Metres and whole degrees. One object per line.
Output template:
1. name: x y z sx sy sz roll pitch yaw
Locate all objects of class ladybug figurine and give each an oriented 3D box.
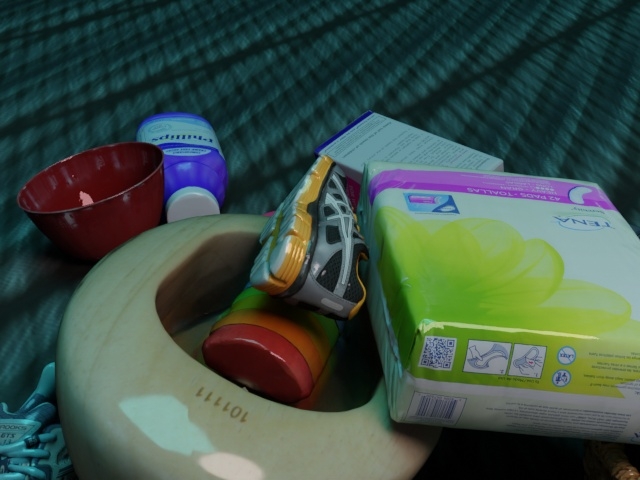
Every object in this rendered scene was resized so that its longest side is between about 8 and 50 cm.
1. ladybug figurine: -0.053 0.115 0.855 0.305 0.162 0.449 27 24 8

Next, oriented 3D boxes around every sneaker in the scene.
1. sneaker: 0.000 0.000 0.857 0.083 0.084 0.215 32 27 -9
2. sneaker: -0.239 0.189 0.781 0.110 0.122 0.283 5 26 8

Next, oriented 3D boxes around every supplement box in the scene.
1. supplement box: 0.112 -0.063 1.291 0.220 0.111 0.114 25 51 38

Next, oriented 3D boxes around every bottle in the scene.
1. bottle: -0.185 -0.089 1.395 0.118 0.092 0.283 -2 26 -12

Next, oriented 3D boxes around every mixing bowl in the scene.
1. mixing bowl: -0.262 -0.038 1.257 0.181 0.098 0.181 -12 29 6

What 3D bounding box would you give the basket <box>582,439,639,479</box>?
1. basket: 0.323 0.149 0.782 0.214 0.223 0.299 -2 27 -6

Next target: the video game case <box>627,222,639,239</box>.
1. video game case: 0.254 -0.016 1.348 0.274 0.026 0.196 23 33 35

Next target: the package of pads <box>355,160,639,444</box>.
1. package of pads: 0.156 0.040 0.833 0.229 0.101 0.296 6 27 -7

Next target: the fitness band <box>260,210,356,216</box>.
1. fitness band: -0.021 0.042 1.187 0.209 0.054 0.291 15 30 21
